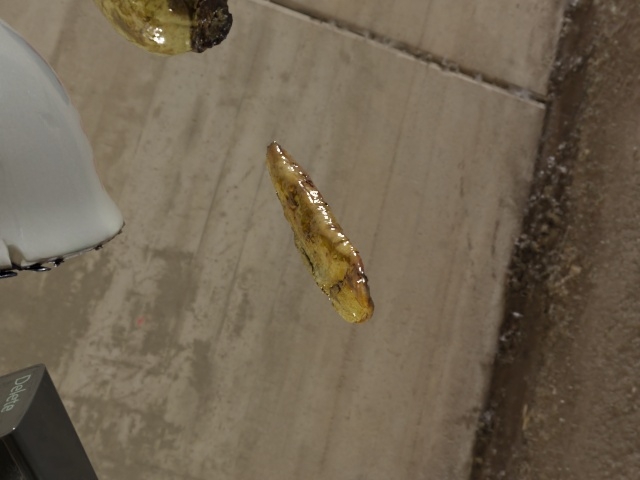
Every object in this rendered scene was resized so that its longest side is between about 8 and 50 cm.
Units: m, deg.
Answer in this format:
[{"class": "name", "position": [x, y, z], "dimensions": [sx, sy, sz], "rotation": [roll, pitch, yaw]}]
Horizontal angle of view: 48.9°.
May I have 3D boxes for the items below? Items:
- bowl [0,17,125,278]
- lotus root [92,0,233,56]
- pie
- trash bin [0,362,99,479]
[{"class": "bowl", "position": [-0.288, -0.094, 0.421], "dimensions": [0.345, 0.345, 0.157], "rotation": [-121, 38, -74]}, {"class": "lotus root", "position": [-0.189, -0.291, 0.765], "dimensions": [0.138, 0.214, 0.138], "rotation": [-44, 2, 1]}, {"class": "pie", "position": [0.000, 0.000, 0.475], "dimensions": [0.170, 0.034, 0.092], "rotation": [-120, 13, -44]}, {"class": "trash bin", "position": [-0.380, 0.308, 0.925], "dimensions": [0.165, 0.115, 0.226], "rotation": [-110, 0, -68]}]
